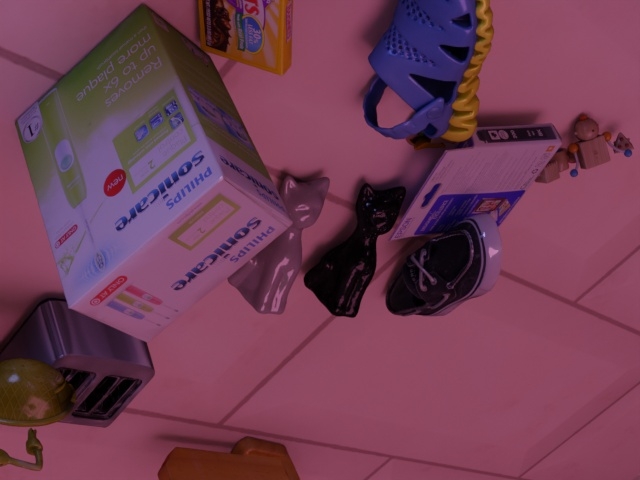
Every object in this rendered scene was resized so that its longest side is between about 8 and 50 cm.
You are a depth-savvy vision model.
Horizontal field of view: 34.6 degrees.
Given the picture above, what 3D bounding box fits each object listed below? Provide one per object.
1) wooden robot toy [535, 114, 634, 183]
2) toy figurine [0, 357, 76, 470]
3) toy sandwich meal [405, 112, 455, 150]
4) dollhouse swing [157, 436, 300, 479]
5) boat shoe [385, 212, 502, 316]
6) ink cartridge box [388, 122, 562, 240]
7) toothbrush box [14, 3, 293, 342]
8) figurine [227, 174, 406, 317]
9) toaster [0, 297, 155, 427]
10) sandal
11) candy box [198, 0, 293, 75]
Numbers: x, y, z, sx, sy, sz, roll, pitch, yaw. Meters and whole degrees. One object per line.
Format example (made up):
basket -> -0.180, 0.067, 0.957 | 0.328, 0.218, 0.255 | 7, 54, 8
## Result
wooden robot toy -> 0.389, -0.148, 1.542 | 0.173, 0.076, 0.079 | -20, 107, -11
toy figurine -> -0.469, 0.113, 1.181 | 0.362, 0.191, 0.217 | 8, 114, -4
toy sandwich meal -> 0.156, -0.151, 1.401 | 0.085, 0.029, 0.085 | -17, 142, -14
dollhouse swing -> -0.158, 0.555, 1.776 | 0.305, 0.347, 0.315 | 2, 134, -35
boat shoe -> 0.175, 0.047, 1.544 | 0.102, 0.108, 0.301 | -7, 164, -19
ink cartridge box -> 0.215, -0.084, 1.487 | 0.208, 0.045, 0.206 | -7, 146, -30
toothbrush box -> -0.182, -0.073, 1.073 | 0.206, 0.283, 0.122 | -38, 142, 15
figurine -> 0.000, 0.000, 1.450 | 0.215, 0.092, 0.209 | 5, 125, -35
toaster -> -0.333, 0.167, 1.408 | 0.168, 0.110, 0.186 | 18, 124, -45
sandal -> 0.121, -0.224, 1.223 | 0.138, 0.126, 0.317 | -15, 140, -10
candy box -> -0.079, -0.270, 1.065 | 0.105, 0.027, 0.206 | 18, 141, 13
